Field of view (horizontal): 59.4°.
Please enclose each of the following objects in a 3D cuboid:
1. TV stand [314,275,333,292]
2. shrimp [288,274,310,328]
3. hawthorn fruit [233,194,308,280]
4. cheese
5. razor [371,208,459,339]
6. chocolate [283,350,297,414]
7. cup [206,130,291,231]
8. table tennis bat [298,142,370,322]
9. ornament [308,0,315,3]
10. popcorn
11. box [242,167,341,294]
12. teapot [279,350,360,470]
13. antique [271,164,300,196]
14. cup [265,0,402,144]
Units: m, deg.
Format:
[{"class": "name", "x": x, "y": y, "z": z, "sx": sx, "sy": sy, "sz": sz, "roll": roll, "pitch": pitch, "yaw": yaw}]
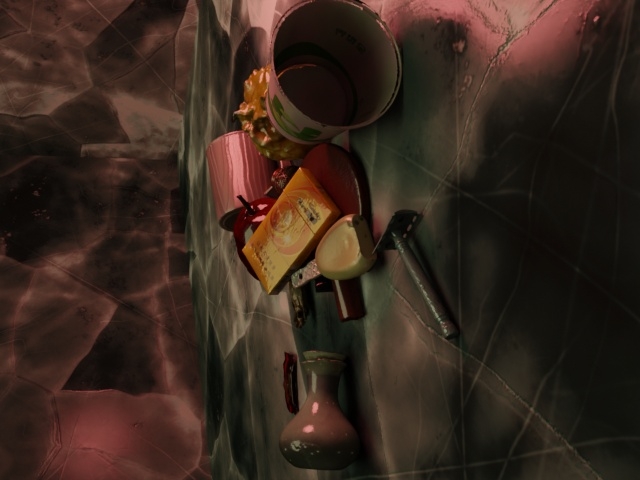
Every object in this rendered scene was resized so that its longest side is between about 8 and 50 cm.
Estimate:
[{"class": "TV stand", "x": 0.000, "y": 0.000, "z": 1.391, "sx": 0.040, "sy": 0.049, "sz": 0.256, "roll": 144, "pitch": 123, "yaw": -63}, {"class": "shrimp", "x": -0.069, "y": 0.157, "z": 1.569, "sx": 0.133, "sy": 0.053, "sz": 0.235, "roll": 113, "pitch": 152, "yaw": -42}, {"class": "hawthorn fruit", "x": -0.137, "y": -0.026, "z": 1.489, "sx": 0.230, "sy": 0.211, "sz": 0.265, "roll": -101, "pitch": -15, "yaw": -60}, {"class": "cheese", "x": 0.016, "y": 0.045, "z": 1.205, "sx": 0.252, "sy": 0.054, "sz": 0.127, "roll": -34, "pitch": 63, "yaw": 41}, {"class": "razor", "x": 0.170, "y": 0.065, "z": 0.959, "sx": 0.106, "sy": 0.068, "sz": 0.231, "roll": 111, "pitch": 145, "yaw": -45}, {"class": "chocolate", "x": -0.092, "y": 0.426, "z": 1.675, "sx": 0.086, "sy": 0.028, "sz": 0.182, "roll": 175, "pitch": 95, "yaw": -66}, {"class": "cup", "x": -0.209, "y": -0.192, "z": 1.761, "sx": 0.208, "sy": 0.289, "sz": 0.272, "roll": 48, "pitch": -151, "yaw": -66}, {"class": "table tennis bat", "x": 0.027, "y": -0.022, "z": 1.273, "sx": 0.268, "sy": 0.051, "sz": 0.414, "roll": -31, "pitch": 66, "yaw": 51}, {"class": "ornament", "x": -0.023, "y": -0.586, "z": 1.431, "sx": 0.092, "sy": 0.041, "sz": 0.068, "roll": -45, "pitch": 55, "yaw": 49}, {"class": "popcorn", "x": -0.098, "y": -0.318, "z": 1.388, "sx": 0.249, "sy": 0.226, "sz": 0.249, "roll": -171, "pitch": 90, "yaw": -72}, {"class": "box", "x": -0.073, "y": -0.018, "z": 1.296, "sx": 0.269, "sy": 0.044, "sz": 0.152, "roll": -51, "pitch": 57, "yaw": 26}, {"class": "teapot", "x": 0.004, "y": 0.380, "z": 1.263, "sx": 0.183, "sy": 0.184, "sz": 0.250, "roll": 142, "pitch": 136, "yaw": -64}, {"class": "antique", "x": -0.077, "y": -0.154, "z": 1.514, "sx": 0.104, "sy": 0.104, "sz": 0.103, "roll": 179, "pitch": 90, "yaw": -68}, {"class": "cup", "x": 0.001, "y": -0.319, "z": 1.139, "sx": 0.274, "sy": 0.254, "sz": 0.252, "roll": 169, "pitch": 99, "yaw": -76}]
